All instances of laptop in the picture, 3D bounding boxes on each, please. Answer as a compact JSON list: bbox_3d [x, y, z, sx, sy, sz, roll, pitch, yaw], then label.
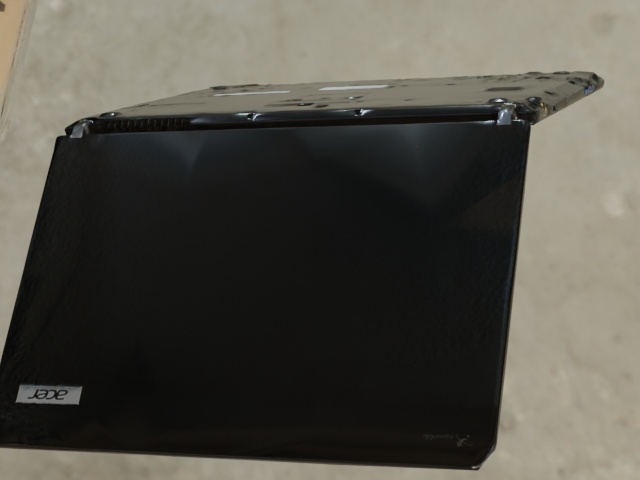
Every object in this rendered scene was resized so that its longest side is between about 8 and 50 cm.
[{"bbox_3d":[0.000,0.000,0.760,0.234,0.264,0.137,0,101,20],"label":"laptop"}]

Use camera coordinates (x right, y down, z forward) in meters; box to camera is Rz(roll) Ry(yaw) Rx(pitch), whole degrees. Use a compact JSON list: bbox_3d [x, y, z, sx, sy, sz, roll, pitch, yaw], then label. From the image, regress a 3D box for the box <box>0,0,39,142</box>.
[{"bbox_3d":[-0.308,-0.143,0.836,0.311,0.148,0.121,13,99,-11],"label":"box"}]
